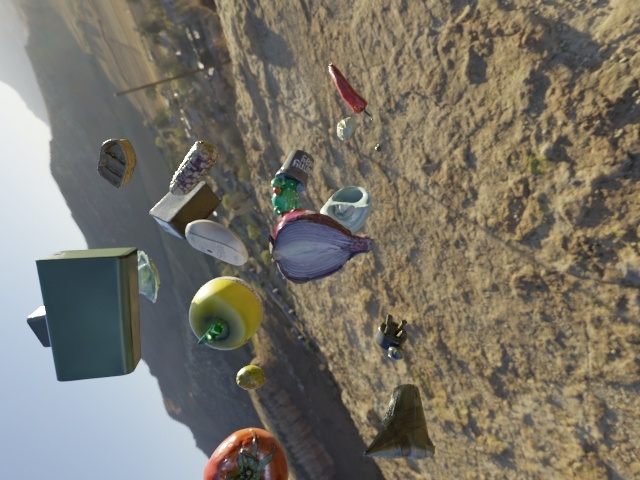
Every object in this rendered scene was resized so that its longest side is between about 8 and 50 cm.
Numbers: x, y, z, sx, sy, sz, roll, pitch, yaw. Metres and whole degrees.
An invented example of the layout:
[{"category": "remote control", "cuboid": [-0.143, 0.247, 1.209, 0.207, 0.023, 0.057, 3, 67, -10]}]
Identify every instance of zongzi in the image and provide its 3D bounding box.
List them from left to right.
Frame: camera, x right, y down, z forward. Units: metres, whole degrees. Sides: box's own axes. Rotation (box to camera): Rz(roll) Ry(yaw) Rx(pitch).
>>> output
[{"category": "zongzi", "cuboid": [0.217, 0.549, 1.259, 0.112, 0.243, 0.220, -51, 33, 44]}]

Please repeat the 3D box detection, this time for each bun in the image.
[{"category": "bun", "cuboid": [0.088, -0.394, 1.447, 0.086, 0.055, 0.086, -41, 42, 50]}]

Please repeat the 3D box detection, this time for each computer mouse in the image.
[{"category": "computer mouse", "cuboid": [-0.437, -0.002, 1.784, 0.297, 0.121, 0.184, 17, 145, 10]}]

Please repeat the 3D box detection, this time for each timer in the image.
[{"category": "timer", "cuboid": [-0.353, 0.284, 1.468, 0.285, 0.285, 0.285, 46, 154, 30]}]

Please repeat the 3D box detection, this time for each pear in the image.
[{"category": "pear", "cuboid": [-0.311, 0.619, 1.852, 0.107, 0.132, 0.107, 176, 90, -75]}]

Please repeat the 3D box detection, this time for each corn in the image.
[{"category": "corn", "cuboid": [-0.418, -0.226, 1.342, 0.253, 0.086, 0.086, -39, 81, 38]}]

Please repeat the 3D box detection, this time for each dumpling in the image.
[{"category": "dumpling", "cuboid": [-0.707, 0.148, 1.643, 0.218, 0.108, 0.153, 67, 166, 4]}]

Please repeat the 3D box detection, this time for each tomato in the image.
[{"category": "tomato", "cuboid": [-0.306, 0.954, 1.694, 0.341, 0.342, 0.272, 53, 155, 15]}]

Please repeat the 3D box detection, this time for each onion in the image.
[{"category": "onion", "cuboid": [0.000, 0.000, 1.427, 0.159, 0.350, 0.266, -99, 7, -54]}]

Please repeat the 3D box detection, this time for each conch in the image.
[{"category": "conch", "cuboid": [0.104, -0.117, 1.606, 0.121, 0.221, 0.184, 24, -134, -73]}]

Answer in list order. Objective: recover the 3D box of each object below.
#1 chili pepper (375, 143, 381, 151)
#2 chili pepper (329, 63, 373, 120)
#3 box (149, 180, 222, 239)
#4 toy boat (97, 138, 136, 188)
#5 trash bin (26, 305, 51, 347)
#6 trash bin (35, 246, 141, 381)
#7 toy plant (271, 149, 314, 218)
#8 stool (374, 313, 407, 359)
[{"category": "chili pepper", "cuboid": [0.233, -0.368, 1.646, 0.022, 0.083, 0.027, 10, 113, 11]}, {"category": "chili pepper", "cuboid": [0.107, -0.545, 1.521, 0.272, 0.063, 0.071, 52, -165, 3]}, {"category": "box", "cuboid": [-0.636, -0.159, 1.949, 0.184, 0.273, 0.143, 20, 153, 35]}, {"category": "toy boat", "cuboid": [-0.737, -0.294, 1.495, 0.116, 0.061, 0.188, 36, 125, 1]}, {"category": "trash bin", "cuboid": [-0.986, 0.324, 1.614, 0.122, 0.241, 0.163, -78, -27, -64]}, {"category": "trash bin", "cuboid": [-0.631, 0.200, 1.144, 0.158, 0.223, 0.342, -153, 61, -77]}, {"category": "toy plant", "cuboid": [-0.172, -0.308, 2.266, 0.186, 0.399, 0.279, 17, 160, 11]}, {"category": "stool", "cuboid": [0.377, 0.484, 2.068, 0.228, 0.154, 0.139, 51, 135, 41]}]
